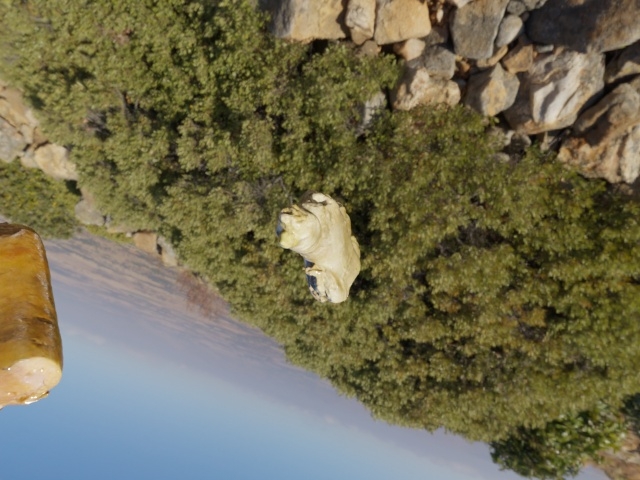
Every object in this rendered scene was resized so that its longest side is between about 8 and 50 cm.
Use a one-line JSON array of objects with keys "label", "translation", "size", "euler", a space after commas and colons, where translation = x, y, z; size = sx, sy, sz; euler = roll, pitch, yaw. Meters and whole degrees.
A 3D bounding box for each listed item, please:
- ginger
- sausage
[{"label": "ginger", "translation": [0.001, -0.003, 0.551], "size": [0.074, 0.137, 0.213], "euler": [-7, 143, 26]}, {"label": "sausage", "translation": [-0.405, 0.082, 0.525], "size": [0.270, 0.109, 0.109], "euler": [55, 177, 31]}]
